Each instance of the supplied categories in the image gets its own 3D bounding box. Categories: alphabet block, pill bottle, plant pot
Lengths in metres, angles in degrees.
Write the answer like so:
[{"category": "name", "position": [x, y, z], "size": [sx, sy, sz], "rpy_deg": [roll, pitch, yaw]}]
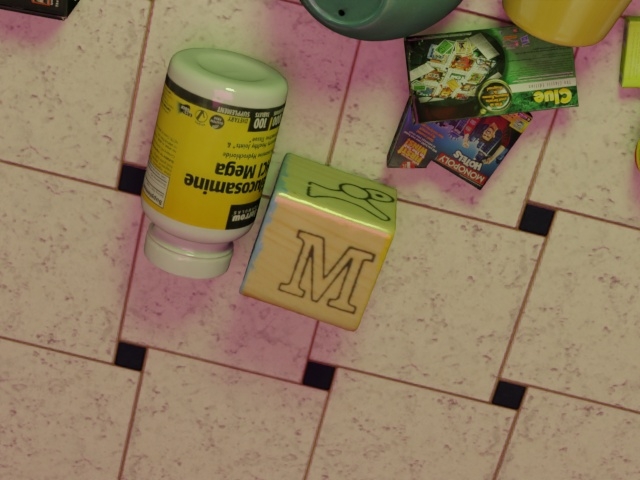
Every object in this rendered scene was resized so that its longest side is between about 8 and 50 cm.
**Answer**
[{"category": "alphabet block", "position": [0.000, 0.000, 2.056], "size": [0.197, 0.192, 0.193], "rpy_deg": [19, 115, -3]}, {"category": "pill bottle", "position": [-0.176, -0.117, 2.018], "size": [0.188, 0.188, 0.333], "rpy_deg": [14, 114, -2]}, {"category": "plant pot", "position": [0.372, -0.416, 1.832], "size": [0.254, 0.254, 0.239], "rpy_deg": [15, 128, -3]}, {"category": "plant pot", "position": [0.067, -0.399, 1.827], "size": [0.290, 0.195, 0.290], "rpy_deg": [12, 126, 17]}]

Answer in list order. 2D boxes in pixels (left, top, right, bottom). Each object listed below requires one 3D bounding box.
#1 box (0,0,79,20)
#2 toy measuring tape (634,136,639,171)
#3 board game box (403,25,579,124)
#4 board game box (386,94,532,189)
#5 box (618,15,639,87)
[{"category": "box", "position": [-0.504, -0.539, 1.873], "size": [0.318, 0.097, 0.394], "rpy_deg": [12, 125, 1]}, {"category": "toy measuring tape", "position": [0.574, -0.079, 2.016], "size": [0.121, 0.121, 0.330], "rpy_deg": [-23, 109, 13]}, {"category": "board game box", "position": [0.260, -0.256, 1.961], "size": [0.260, 0.030, 0.136], "rpy_deg": [-6, 93, -8]}, {"category": "board game box", "position": [0.199, -0.175, 2.035], "size": [0.194, 0.060, 0.194], "rpy_deg": [31, 112, -9]}, {"category": "box", "position": [0.553, -0.287, 1.971], "size": [0.178, 0.042, 0.109], "rpy_deg": [2, 114, 3]}]
